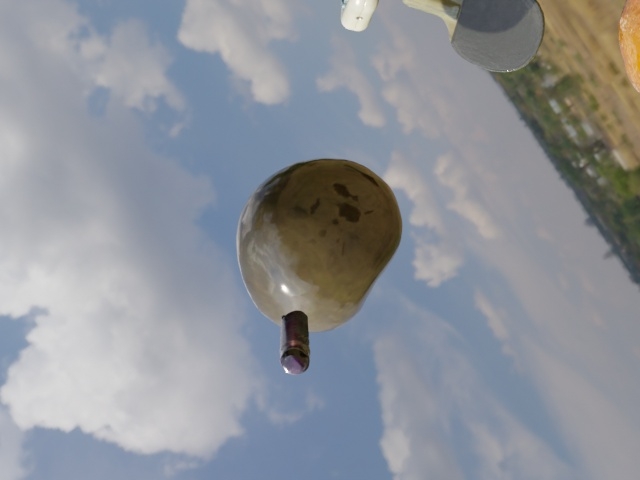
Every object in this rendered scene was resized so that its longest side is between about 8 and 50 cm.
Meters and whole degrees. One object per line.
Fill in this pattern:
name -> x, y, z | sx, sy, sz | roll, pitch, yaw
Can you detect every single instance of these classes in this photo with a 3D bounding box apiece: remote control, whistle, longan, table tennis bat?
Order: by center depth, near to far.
remote control -> 0.041, -0.271, 0.842 | 0.074, 0.032, 0.122 | 124, 152, -71
whistle -> -0.029, 0.109, 0.952 | 0.033, 0.033, 0.176 | 54, -175, -9
longan -> 0.000, 0.000, 1.189 | 0.246, 0.246, 0.215 | 40, -165, -42
table tennis bat -> 0.244, -0.360, 1.392 | 0.246, 0.138, 0.022 | 26, -154, 23

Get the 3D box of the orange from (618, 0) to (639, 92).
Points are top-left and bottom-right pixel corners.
orange -> 0.423, -0.225, 0.889 | 0.224, 0.224, 0.170 | 52, -153, -15
